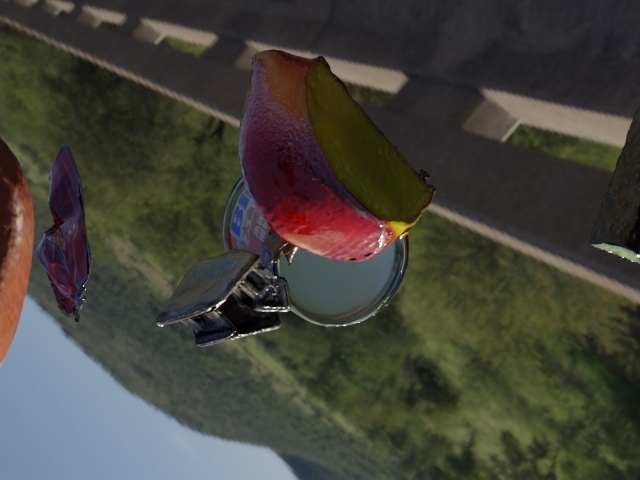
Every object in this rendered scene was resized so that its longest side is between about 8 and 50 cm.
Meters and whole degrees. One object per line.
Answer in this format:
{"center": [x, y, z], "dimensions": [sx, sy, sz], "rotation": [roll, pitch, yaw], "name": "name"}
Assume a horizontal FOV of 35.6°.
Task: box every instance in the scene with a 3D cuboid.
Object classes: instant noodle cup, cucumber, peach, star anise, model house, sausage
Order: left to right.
{"center": [-0.298, 0.017, 0.776], "dimensions": [0.148, 0.254, 0.148], "rotation": [4, 161, 2], "name": "sausage"}
{"center": [-0.114, 0.094, 1.402], "dimensions": [0.165, 0.106, 0.152], "rotation": [-15, 137, 37], "name": "model house"}
{"center": [-0.041, -0.027, 1.370], "dimensions": [0.056, 0.124, 0.129], "rotation": [7, -170, 15], "name": "star anise"}
{"center": [-0.013, -0.084, 1.144], "dimensions": [0.267, 0.159, 0.154], "rotation": [49, -147, -19], "name": "peach"}
{"center": [0.000, 0.000, 1.634], "dimensions": [0.296, 0.296, 0.214], "rotation": [45, 177, -23], "name": "instant noodle cup"}
{"center": [0.397, -0.074, 1.213], "dimensions": [0.078, 0.211, 0.062], "rotation": [26, 154, 1], "name": "cucumber"}

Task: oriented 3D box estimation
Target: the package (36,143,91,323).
{"center": [-0.377, 0.006, 1.473], "dimensions": [0.194, 0.071, 0.269], "rotation": [63, 155, 18], "name": "package"}
